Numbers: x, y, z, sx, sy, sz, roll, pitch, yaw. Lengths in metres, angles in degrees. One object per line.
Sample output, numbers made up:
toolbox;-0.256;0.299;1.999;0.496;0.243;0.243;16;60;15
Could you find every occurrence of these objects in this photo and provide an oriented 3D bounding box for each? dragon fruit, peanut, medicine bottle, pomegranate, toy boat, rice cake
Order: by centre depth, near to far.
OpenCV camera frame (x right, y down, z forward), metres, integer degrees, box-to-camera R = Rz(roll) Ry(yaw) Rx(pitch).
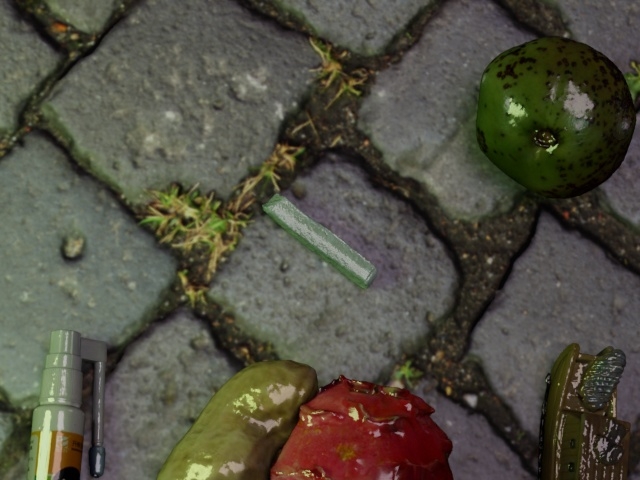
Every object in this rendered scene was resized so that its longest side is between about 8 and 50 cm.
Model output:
dragon fruit;0.077;0.260;1.801;0.261;0.163;0.189;4;30;-44
peanut;-0.095;0.243;1.811;0.122;0.137;0.253;44;67;-20
medicine bottle;-0.293;0.217;1.813;0.092;0.061;0.221;15;68;-36
toy boat;0.329;0.282;1.918;0.089;0.121;0.321;13;70;-16
rice cake;0.000;-0.001;1.967;0.171;0.029;0.033;37;75;0
pomegranate;0.315;-0.169;2.031;0.214;0.214;0.248;47;31;2
